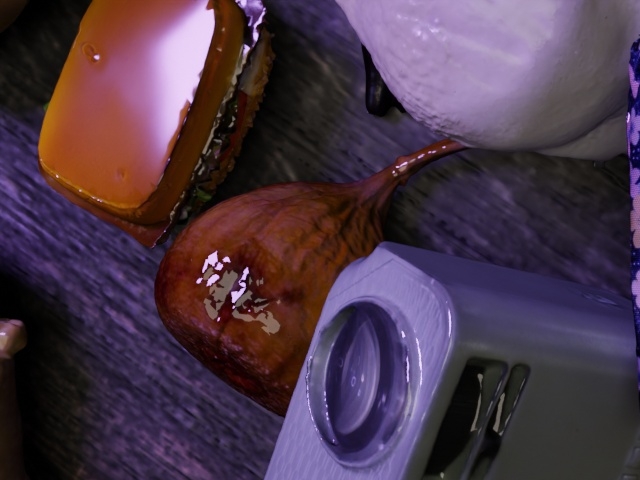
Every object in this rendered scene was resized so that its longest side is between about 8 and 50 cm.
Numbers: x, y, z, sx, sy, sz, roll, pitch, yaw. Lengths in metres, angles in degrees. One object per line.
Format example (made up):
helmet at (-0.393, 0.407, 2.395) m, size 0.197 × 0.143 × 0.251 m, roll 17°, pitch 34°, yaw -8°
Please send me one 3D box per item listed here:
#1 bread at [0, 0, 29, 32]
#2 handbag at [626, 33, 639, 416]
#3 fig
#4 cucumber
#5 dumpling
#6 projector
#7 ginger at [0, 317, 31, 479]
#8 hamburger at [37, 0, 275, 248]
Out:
bread at (-0.214, -0.214, 0.556) m, size 0.262 × 0.204 × 0.162 m, roll -33°, pitch 91°, yaw 11°
handbag at (0.236, -0.011, 0.473) m, size 0.127 × 0.208 × 0.229 m, roll -8°, pitch 86°, yaw 50°
fig at (0.000, 0.000, 0.582) m, size 0.146 × 0.134 × 0.201 m, roll 38°, pitch 79°, yaw -23°
cucumber at (0.040, -0.142, 0.589) m, size 0.033 × 0.034 × 0.135 m, roll -2°, pitch 96°, yaw 9°
dumpling at (0.104, -0.131, 0.513) m, size 0.216 × 0.126 × 0.166 m, roll 52°, pitch 139°, yaw 10°
projector at (0.073, 0.139, 0.522) m, size 0.108 × 0.198 × 0.250 m, roll 35°, pitch 109°, yaw 53°
ginger at (-0.257, 0.156, 0.641) m, size 0.190 × 0.126 × 0.354 m, roll -15°, pitch 91°, yaw 9°
hamburger at (-0.099, -0.089, 0.596) m, size 0.137 × 0.087 × 0.166 m, roll 30°, pitch 99°, yaw 23°
